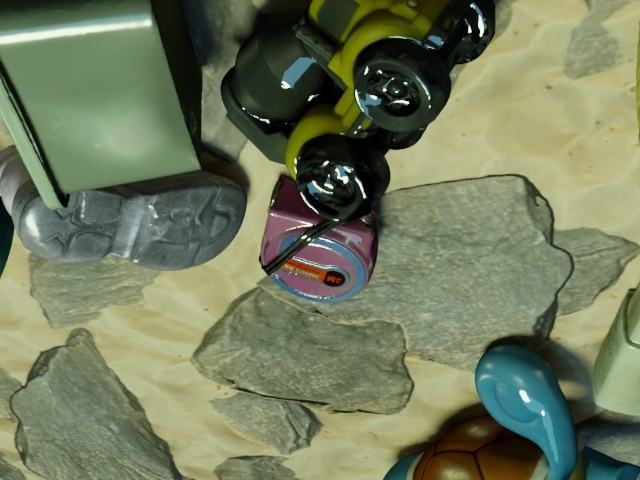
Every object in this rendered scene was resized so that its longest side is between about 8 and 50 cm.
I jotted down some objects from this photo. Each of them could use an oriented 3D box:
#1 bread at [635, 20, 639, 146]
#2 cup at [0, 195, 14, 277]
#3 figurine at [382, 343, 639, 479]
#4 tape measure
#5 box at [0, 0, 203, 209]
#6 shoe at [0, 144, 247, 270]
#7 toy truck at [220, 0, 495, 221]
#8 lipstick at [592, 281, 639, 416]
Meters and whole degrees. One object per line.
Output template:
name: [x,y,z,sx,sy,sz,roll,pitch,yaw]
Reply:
bread: [0.364,-0.094,0.914,0.240,0.178,0.135,22,144,-16]
cup: [-0.485,-0.031,1.167,0.242,0.308,0.292,-45,125,11]
figurine: [0.214,0.306,1.485,0.243,0.298,0.416,42,142,11]
tape measure: [0.000,0.000,1.212,0.118,0.074,0.125,17,140,-3]
box: [-0.175,-0.149,0.970,0.135,0.163,0.243,-6,143,5]
shoe: [-0.190,-0.043,1.166,0.245,0.137,0.095,0,122,-38]
toy truck: [0.021,-0.138,0.969,0.165,0.147,0.224,36,139,0]
lipstick: [0.345,0.086,1.261,0.077,0.079,0.253,10,144,4]
